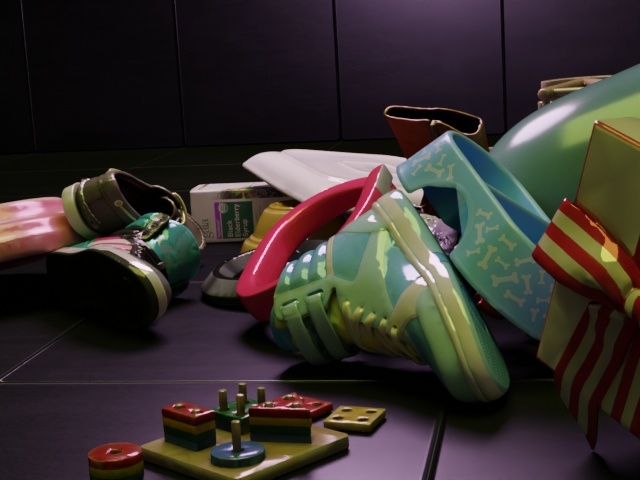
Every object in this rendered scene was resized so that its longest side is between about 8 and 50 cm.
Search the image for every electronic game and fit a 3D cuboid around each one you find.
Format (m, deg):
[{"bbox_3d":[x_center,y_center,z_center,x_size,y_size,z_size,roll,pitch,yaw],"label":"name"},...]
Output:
[{"bbox_3d":[-0.054,0.045,1.706,0.229,0.048,0.229,-12,13,3],"label":"electronic game"}]

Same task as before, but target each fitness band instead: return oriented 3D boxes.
[{"bbox_3d":[0.000,0.000,1.538,0.209,0.054,0.291,-30,16,26],"label":"fitness band"}]

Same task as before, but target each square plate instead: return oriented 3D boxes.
[{"bbox_3d":[0.084,-0.099,2.021,0.344,0.049,0.347,1,14,-23],"label":"square plate"}]

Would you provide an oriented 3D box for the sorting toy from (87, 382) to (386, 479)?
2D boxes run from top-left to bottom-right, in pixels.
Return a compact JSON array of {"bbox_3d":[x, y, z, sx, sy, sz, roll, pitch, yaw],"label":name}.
[{"bbox_3d":[-0.061,0.163,1.074,0.274,0.046,0.132,-13,14,-44],"label":"sorting toy"}]

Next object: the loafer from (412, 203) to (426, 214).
[{"bbox_3d":[0.083,0.024,1.558,0.134,0.130,0.366,-3,10,5],"label":"loafer"}]

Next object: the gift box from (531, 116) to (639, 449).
[{"bbox_3d":[0.336,0.062,0.975,0.258,0.276,0.255,-5,23,-30],"label":"gift box"}]

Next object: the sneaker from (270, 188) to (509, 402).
[{"bbox_3d":[0.059,0.096,1.274,0.208,0.127,0.319,-31,33,4],"label":"sneaker"}]

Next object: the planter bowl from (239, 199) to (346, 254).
[{"bbox_3d":[-0.031,-0.016,1.936,0.217,0.090,0.217,-4,11,1],"label":"planter bowl"}]

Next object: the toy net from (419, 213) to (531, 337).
[{"bbox_3d":[0.180,0.047,1.407,0.232,0.045,0.122,31,39,24],"label":"toy net"}]

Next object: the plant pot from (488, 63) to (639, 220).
[{"bbox_3d":[0.338,-0.052,1.517,0.235,0.293,0.293,-16,12,-6],"label":"plant pot"}]

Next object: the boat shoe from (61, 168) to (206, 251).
[{"bbox_3d":[-0.253,-0.030,1.815,0.091,0.109,0.305,-26,-24,21],"label":"boat shoe"}]

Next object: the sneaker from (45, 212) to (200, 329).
[{"bbox_3d":[-0.229,0.040,1.630,0.178,0.124,0.295,-21,17,-31],"label":"sneaker"}]

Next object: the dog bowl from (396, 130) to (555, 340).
[{"bbox_3d":[0.193,-0.013,1.326,0.166,0.074,0.297,27,23,-38],"label":"dog bowl"}]

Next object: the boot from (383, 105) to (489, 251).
[{"bbox_3d":[0.140,-0.070,1.706,0.264,0.280,0.096,15,59,39],"label":"boot"}]

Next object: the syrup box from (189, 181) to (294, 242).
[{"bbox_3d":[-0.105,-0.052,2.146,0.237,0.093,0.096,-2,11,7],"label":"syrup box"}]

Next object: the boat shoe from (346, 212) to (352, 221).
[{"bbox_3d":[0.083,-0.039,2.119,0.076,0.083,0.226,-31,10,3],"label":"boat shoe"}]

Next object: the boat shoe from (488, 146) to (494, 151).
[{"bbox_3d":[0.367,-0.120,2.319,0.123,0.123,0.342,-6,4,-7],"label":"boat shoe"}]

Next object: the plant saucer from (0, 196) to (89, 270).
[{"bbox_3d":[-0.492,0.003,1.786,0.332,0.084,0.332,-13,0,0],"label":"plant saucer"}]

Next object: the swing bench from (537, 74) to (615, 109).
[{"bbox_3d":[0.431,-0.131,1.963,0.165,0.253,0.255,-2,10,8],"label":"swing bench"}]
